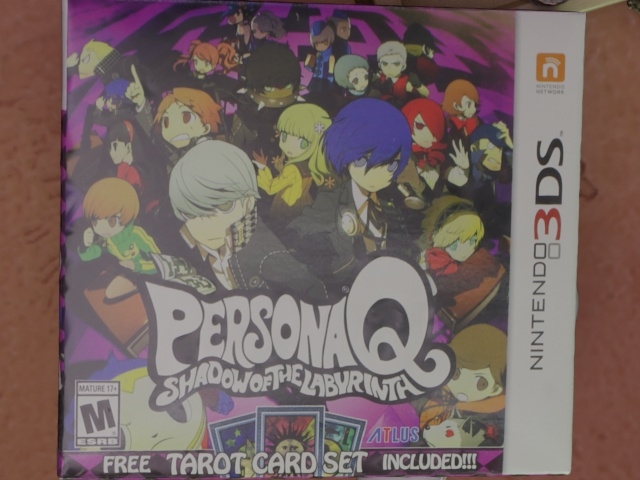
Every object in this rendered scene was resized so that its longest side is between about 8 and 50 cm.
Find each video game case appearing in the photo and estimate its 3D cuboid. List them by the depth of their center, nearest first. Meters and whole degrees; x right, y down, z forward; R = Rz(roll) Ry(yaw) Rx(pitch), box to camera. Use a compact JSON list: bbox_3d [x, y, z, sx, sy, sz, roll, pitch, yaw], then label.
[{"bbox_3d":[0.000,0.000,0.727,0.232,0.042,0.210,1,94,-8],"label":"video game case"}]

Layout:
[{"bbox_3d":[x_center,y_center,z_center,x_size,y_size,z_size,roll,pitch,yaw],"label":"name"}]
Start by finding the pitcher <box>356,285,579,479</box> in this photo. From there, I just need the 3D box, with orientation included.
[{"bbox_3d":[0.023,0.016,0.827,0.178,0.125,0.207,-42,103,-18],"label":"pitcher"}]

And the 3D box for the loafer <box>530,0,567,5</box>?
[{"bbox_3d":[0.123,-0.160,0.717,0.045,0.039,0.125,24,101,-15],"label":"loafer"}]

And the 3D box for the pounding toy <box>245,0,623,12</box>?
[{"bbox_3d":[0.040,-0.130,0.786,0.206,0.094,0.181,-17,108,-2],"label":"pounding toy"}]

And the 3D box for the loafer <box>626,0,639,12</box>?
[{"bbox_3d":[0.233,-0.042,0.806,0.087,0.094,0.251,-44,99,7],"label":"loafer"}]
